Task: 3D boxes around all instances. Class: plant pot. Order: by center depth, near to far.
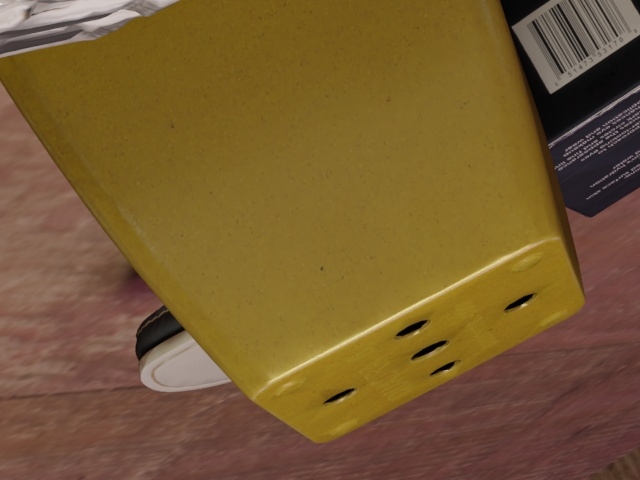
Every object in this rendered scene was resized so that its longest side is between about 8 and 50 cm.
[{"bbox_3d":[0.010,-0.030,0.855,0.212,0.187,0.212,-29,162,4],"label":"plant pot"}]

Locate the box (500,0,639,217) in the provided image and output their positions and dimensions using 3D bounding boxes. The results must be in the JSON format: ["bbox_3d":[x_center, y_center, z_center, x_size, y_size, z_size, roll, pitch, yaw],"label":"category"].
[{"bbox_3d":[0.164,-0.098,1.027,0.156,0.093,0.158,-33,159,19],"label":"box"}]

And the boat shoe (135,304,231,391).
[{"bbox_3d":[0.000,0.000,1.093,0.254,0.079,0.095,-31,159,5],"label":"boat shoe"}]

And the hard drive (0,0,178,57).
[{"bbox_3d":[-0.155,-0.062,0.465,0.237,0.064,0.339,-13,-174,-10],"label":"hard drive"}]
